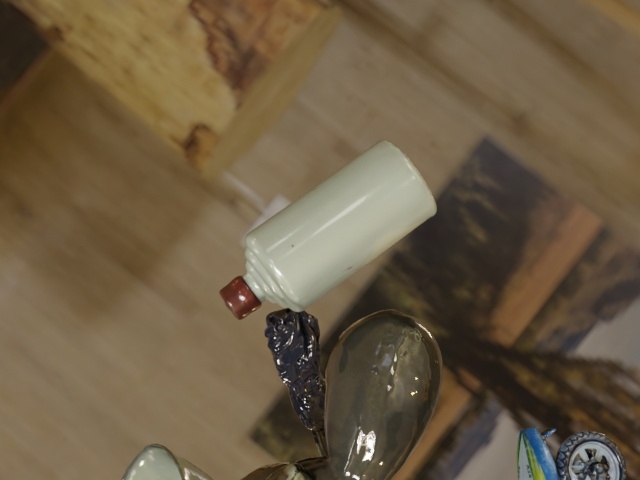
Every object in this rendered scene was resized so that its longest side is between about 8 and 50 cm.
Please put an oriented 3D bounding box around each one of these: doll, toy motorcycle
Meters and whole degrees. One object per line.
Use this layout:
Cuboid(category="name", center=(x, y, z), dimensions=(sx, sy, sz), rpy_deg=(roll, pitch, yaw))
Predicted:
Cuboid(category="doll", center=(0.029, 0.282, 1.747), dimensions=(0.378, 0.252, 0.382), rpy_deg=(-50, -177, -9))
Cuboid(category="toy motorcycle", center=(0.235, 0.297, 1.464), dimensions=(0.135, 0.254, 0.092), rpy_deg=(-1, 169, -26))

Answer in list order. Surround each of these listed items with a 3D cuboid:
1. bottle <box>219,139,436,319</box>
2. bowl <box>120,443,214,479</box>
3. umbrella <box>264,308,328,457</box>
Cuboid(category="bottle", center=(0.000, 0.000, 1.703), dimensions=(0.245, 0.104, 0.104), rpy_deg=(-35, 170, -8))
Cuboid(category="bowl", center=(-0.200, 0.487, 2.439), dimensions=(0.337, 0.157, 0.337), rpy_deg=(-29, -123, 57))
Cuboid(category="umbrella", center=(-0.013, 0.196, 2.035), dimensions=(0.071, 0.071, 0.248), rpy_deg=(-44, 128, -45))
